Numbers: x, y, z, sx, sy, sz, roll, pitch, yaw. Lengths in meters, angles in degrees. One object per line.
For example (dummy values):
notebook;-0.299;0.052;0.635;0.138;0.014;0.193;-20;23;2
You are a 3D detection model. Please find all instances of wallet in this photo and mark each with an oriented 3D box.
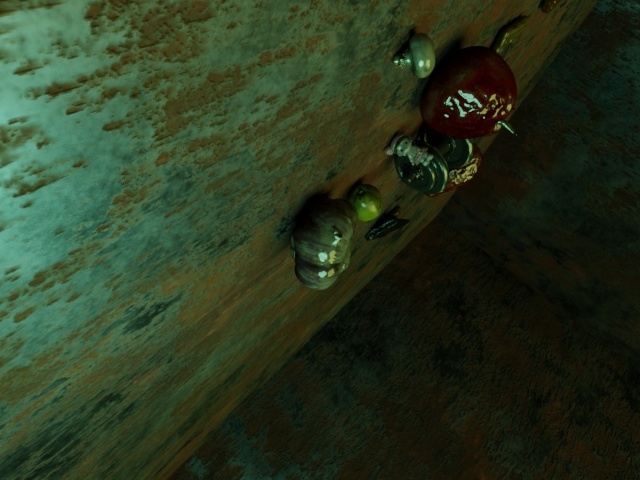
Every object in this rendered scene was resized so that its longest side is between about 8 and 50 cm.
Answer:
wallet;0.324;-0.061;1.979;0.171;0.044;0.321;-33;172;20

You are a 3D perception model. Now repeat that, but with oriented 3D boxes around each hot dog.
hot dog;0.353;-0.128;1.958;0.083;0.035;0.058;-43;162;-21

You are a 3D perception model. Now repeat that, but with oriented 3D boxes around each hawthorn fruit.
hawthorn fruit;0.408;-0.363;1.072;0.230;0.266;0.210;-57;-177;41

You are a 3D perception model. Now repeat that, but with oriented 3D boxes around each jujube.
jujube;0.556;-0.308;1.783;0.290;0.197;0.197;-39;172;28

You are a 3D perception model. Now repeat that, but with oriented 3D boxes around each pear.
pear;0.132;-0.112;1.207;0.107;0.107;0.131;-46;155;-11

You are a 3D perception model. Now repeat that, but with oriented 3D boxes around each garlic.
garlic;0.000;0.000;1.028;0.245;0.161;0.244;19;90;-76

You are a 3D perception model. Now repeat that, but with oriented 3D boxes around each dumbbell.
dumbbell;0.350;-0.265;1.278;0.290;0.192;0.192;-42;164;-23

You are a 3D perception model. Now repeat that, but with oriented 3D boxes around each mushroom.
mushroom;0.182;-0.357;0.807;0.080;0.085;0.085;-15;169;10

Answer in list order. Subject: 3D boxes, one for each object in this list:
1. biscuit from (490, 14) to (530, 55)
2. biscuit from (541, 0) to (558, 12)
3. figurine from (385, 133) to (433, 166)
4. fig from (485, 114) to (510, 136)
biscuit;0.601;-0.638;1.355;0.183;0.039;0.174;-40;162;-26
biscuit;0.829;-0.881;1.398;0.212;0.036;0.212;-44;164;-17
figurine;0.251;-0.250;1.164;0.072;0.129;0.054;-62;174;30
fig;0.561;-0.459;1.363;0.160;0.143;0.230;-49;150;-65
